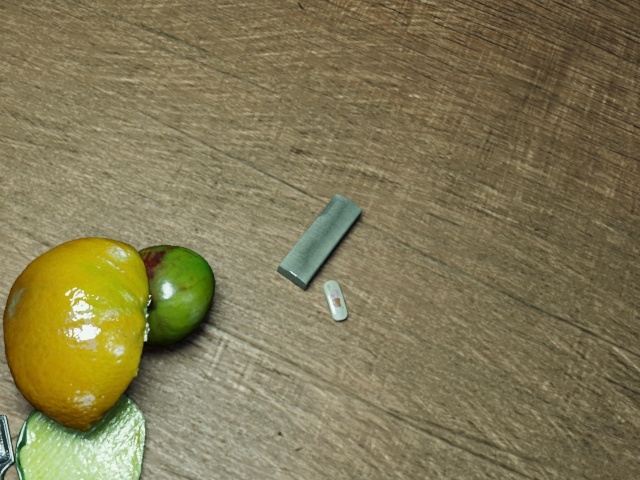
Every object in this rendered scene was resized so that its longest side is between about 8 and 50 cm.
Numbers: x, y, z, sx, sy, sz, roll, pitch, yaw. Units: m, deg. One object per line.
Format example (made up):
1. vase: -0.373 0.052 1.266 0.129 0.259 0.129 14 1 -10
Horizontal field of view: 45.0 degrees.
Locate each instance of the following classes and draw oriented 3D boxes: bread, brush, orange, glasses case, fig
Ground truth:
1. bread: -0.414 0.364 1.352 0.229 0.033 0.228 3 66 -8
2. brush: -0.553 0.395 1.323 0.063 0.016 0.193 -15 71 -14
3. orange: -0.413 0.138 1.330 0.274 0.274 0.310 28 44 2
4. glasses case: 0.000 0.000 1.564 0.071 0.047 0.205 36 67 6
5. glasses case: 0.029 0.119 1.534 0.032 0.021 0.083 -13 71 -13
6. fig: -0.278 0.094 1.413 0.181 0.181 0.191 46 43 9
